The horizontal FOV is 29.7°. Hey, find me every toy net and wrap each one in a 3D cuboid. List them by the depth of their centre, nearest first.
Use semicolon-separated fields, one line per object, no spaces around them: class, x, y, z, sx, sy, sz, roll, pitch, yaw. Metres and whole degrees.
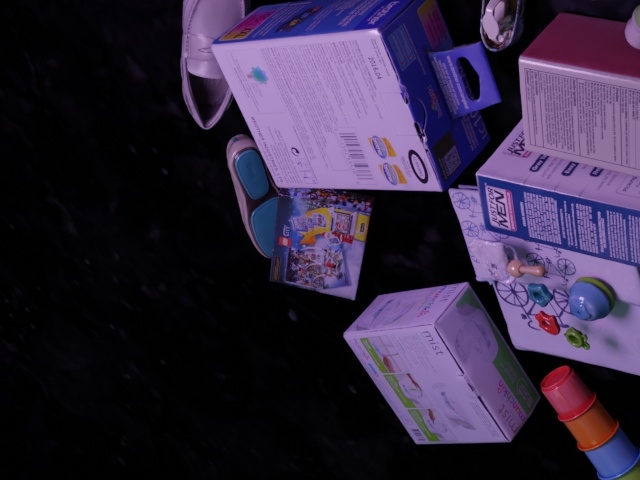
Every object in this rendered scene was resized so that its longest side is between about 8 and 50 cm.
toy net;0.325;0.066;1.820;0.232;0.045;0.122;35;147;21

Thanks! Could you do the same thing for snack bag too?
snack bag;0.370;0.070;1.844;0.323;0.037;0.342;10;133;44

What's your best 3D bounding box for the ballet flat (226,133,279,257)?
ballet flat;-0.116;-0.082;2.155;0.086;0.086;0.248;15;134;34

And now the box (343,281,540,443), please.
box;0.209;0.220;2.093;0.231;0.127;0.262;-14;116;49

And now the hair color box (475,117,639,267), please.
hair color box;0.400;-0.064;1.581;0.347;0.174;0.105;16;138;33

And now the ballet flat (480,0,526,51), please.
ballet flat;0.237;-0.326;1.567;0.070;0.070;0.188;20;138;29

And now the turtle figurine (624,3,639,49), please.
turtle figurine;0.405;-0.352;1.350;0.198;0.274;0.266;16;162;0

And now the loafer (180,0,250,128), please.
loafer;-0.166;-0.306;1.914;0.112;0.111;0.319;-3;146;-9

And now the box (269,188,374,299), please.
box;0.000;0.000;2.096;0.159;0.044;0.233;13;139;4

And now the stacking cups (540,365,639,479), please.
stacking cups;0.481;0.343;2.005;0.316;0.096;0.096;55;143;-7

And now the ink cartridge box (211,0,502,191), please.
ink cartridge box;0.067;-0.216;1.767;0.396;0.151;0.270;5;130;43

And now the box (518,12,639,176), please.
box;0.383;-0.181;1.520;0.232;0.127;0.148;17;136;31
